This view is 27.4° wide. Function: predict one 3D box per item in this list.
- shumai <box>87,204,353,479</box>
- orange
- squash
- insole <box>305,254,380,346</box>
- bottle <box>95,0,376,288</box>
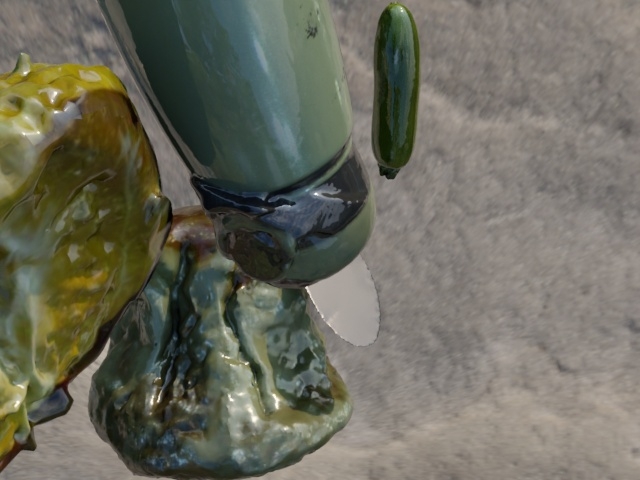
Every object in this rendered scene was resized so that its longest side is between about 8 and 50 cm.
[{"bbox_3d":[-0.148,0.118,1.768,0.324,0.397,0.323,-16,112,-35],"label":"shumai"},{"bbox_3d":[-0.263,0.019,0.898,0.210,0.271,0.369,28,53,14],"label":"orange"},{"bbox_3d":[0.103,-0.195,1.782,0.069,0.069,0.258,-3,118,-5],"label":"squash"},{"bbox_3d":[0.000,0.000,1.725,0.109,0.007,0.322,-6,60,-35],"label":"insole"},{"bbox_3d":[-0.056,-0.120,1.033,0.168,0.168,0.347,-26,123,-8],"label":"bottle"}]
